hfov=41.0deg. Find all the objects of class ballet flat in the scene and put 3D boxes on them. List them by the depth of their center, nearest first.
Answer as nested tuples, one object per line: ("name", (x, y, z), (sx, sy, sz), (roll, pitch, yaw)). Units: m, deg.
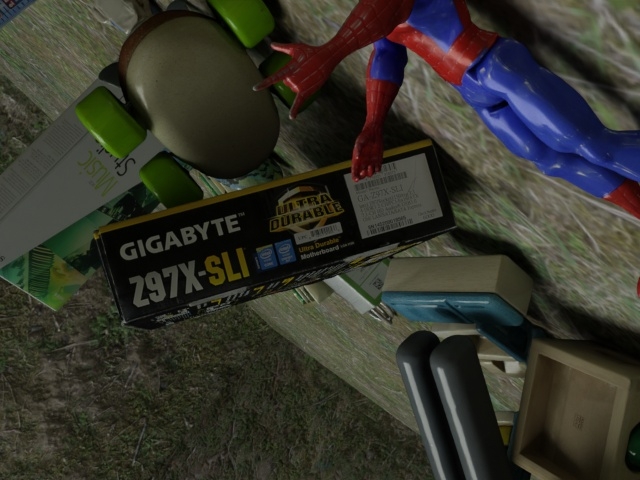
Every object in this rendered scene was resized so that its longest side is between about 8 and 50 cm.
("ballet flat", (-0.121, -0.113, 1.032), (0.188, 0.070, 0.070), (28, 165, 36))

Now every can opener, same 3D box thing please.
("can opener", (0.125, 0.213, 0.742), (0.074, 0.093, 0.280), (2, 114, 44))

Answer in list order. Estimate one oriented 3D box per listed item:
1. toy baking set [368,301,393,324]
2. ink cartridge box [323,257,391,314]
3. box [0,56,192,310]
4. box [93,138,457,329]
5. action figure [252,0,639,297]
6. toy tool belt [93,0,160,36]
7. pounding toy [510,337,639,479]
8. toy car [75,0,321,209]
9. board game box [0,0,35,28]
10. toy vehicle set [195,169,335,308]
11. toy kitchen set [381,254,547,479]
("toy baking set", (0.033, 0.055, 1.274), (0.197, 0.030, 0.256), (39, 170, 8))
("ink cartridge box", (0.000, 0.000, 1.067), (0.209, 0.062, 0.109), (40, 170, 2))
("box", (-0.306, -0.069, 1.140), (0.058, 0.322, 0.232), (39, 171, 23))
("box", (-0.050, 0.010, 0.766), (0.322, 0.257, 0.079), (139, 113, -80))
("action figure", (0.071, -0.050, 0.423), (0.280, 0.139, 0.091), (44, 168, -7))
("toy tool belt", (-0.179, -0.220, 0.844), (0.083, 0.052, 0.051), (41, -159, 14))
("pounding toy", (0.244, 0.161, 0.696), (0.100, 0.130, 0.141), (5, -172, -28))
("toy car", (-0.121, -0.142, 0.704), (0.188, 0.155, 0.149), (47, 178, 46))
("board game box", (-0.330, -0.254, 0.795), (0.194, 0.194, 0.060), (33, 167, 33))
("toy vehicle set", (-0.083, -0.018, 1.227), (0.267, 0.035, 0.166), (51, 170, 1))
("toy kitchen set", (0.148, 0.131, 0.770), (0.122, 0.166, 0.207), (-4, 151, 44))
